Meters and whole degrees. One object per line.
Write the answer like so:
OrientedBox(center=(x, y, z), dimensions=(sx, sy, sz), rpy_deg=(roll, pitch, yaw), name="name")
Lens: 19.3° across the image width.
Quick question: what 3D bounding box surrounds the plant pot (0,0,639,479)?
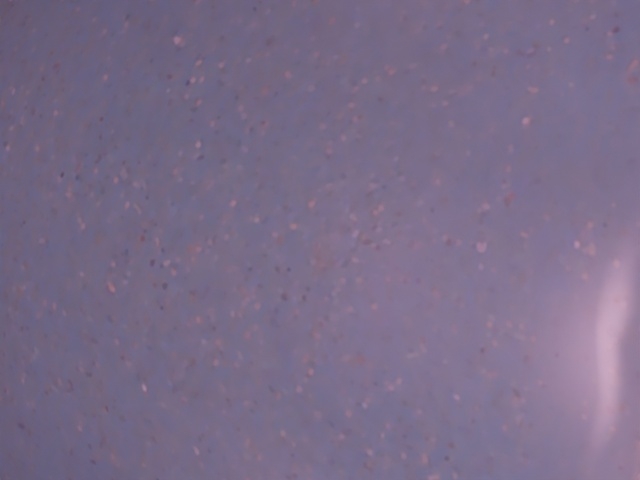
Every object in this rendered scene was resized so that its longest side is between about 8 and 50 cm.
OrientedBox(center=(0.000, 0.000, 0.474), dimensions=(0.195, 0.290, 0.290), rpy_deg=(12, 112, 14), name="plant pot")
